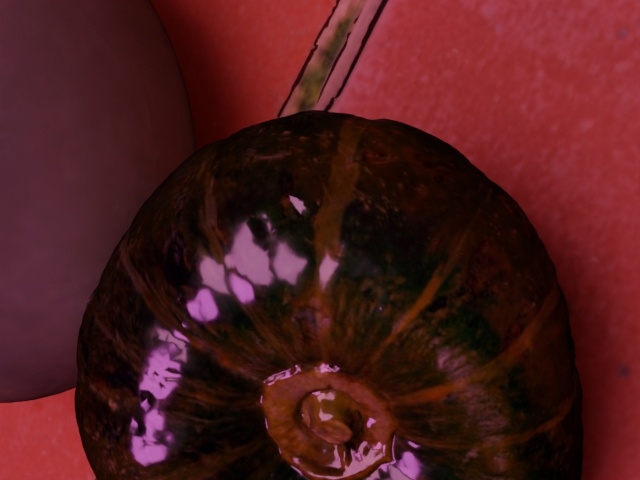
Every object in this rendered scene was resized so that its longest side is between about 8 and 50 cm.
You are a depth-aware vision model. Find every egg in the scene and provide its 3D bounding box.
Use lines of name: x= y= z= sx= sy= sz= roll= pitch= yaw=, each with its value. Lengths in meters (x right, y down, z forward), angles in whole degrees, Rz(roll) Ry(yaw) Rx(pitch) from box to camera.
egg: x=-0.208 y=-0.070 z=0.781 sx=0.258 sy=0.258 sz=0.352 roll=-35 pitch=67 yaw=25

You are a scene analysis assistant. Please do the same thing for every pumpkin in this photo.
pumpkin: x=0.009 y=0.057 z=0.655 sx=0.260 sy=0.189 sz=0.260 roll=3 pitch=111 yaw=8
